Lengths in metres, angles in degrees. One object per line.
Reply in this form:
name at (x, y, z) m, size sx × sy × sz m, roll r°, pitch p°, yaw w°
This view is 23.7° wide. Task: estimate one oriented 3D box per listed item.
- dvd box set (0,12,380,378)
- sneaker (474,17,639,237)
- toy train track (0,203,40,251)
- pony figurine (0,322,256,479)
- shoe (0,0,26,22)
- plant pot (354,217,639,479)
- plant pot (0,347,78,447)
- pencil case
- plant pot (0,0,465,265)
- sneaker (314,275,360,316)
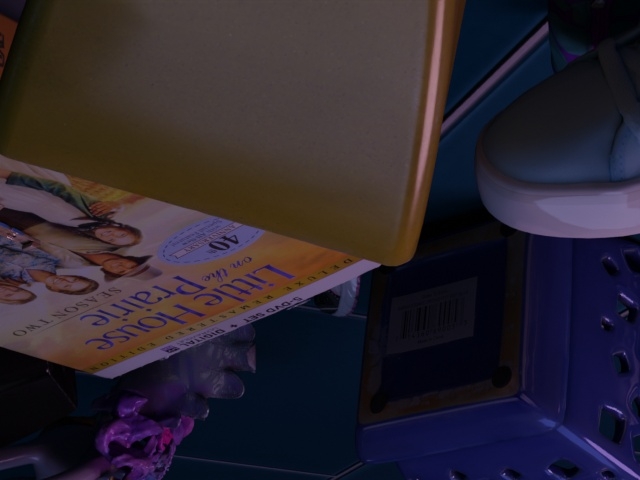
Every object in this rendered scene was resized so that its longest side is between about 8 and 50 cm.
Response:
dvd box set at (-0.199, -0.013, 1.097) m, size 0.308 × 0.062 × 0.420 m, roll -23°, pitch 150°, yaw 31°
sneaker at (0.241, -0.128, 0.810) m, size 0.366 × 0.135 × 0.150 m, roll -23°, pitch 127°, yaw 4°
toy train track at (-0.219, -0.006, 1.019) m, size 0.048 × 0.014 × 0.083 m, roll -20°, pitch 151°, yaw 28°
pony figurine at (-0.213, 0.228, 1.571) m, size 0.351 × 0.302 × 0.363 m, roll 4°, pitch -161°, yaw 44°
shoe at (-0.266, -0.139, 0.961) m, size 0.178 × 0.063 × 0.081 m, roll 7°, pitch 152°, yaw -21°
plant pot at (0.164, 0.107, 1.313) m, size 0.236 × 0.236 × 0.212 m, roll -17°, pitch 144°, yaw 38°
plant pot at (-0.322, 0.097, 1.415) m, size 0.167 × 0.188 × 0.187 m, roll -9°, pitch 157°, yaw 1°
pencil case at (0.163, -0.141, 0.899) m, size 0.065 × 0.070 × 0.151 m, roll -2°, pitch 158°, yaw 11°
plant pot at (-0.020, -0.147, 0.715) m, size 0.212 × 0.212 × 0.187 m, roll 16°, pitch 142°, yaw -2°
sneaker at (0.000, 0.000, 1.287) m, size 0.077 × 0.072 × 0.178 m, roll 8°, pitch 146°, yaw 0°
